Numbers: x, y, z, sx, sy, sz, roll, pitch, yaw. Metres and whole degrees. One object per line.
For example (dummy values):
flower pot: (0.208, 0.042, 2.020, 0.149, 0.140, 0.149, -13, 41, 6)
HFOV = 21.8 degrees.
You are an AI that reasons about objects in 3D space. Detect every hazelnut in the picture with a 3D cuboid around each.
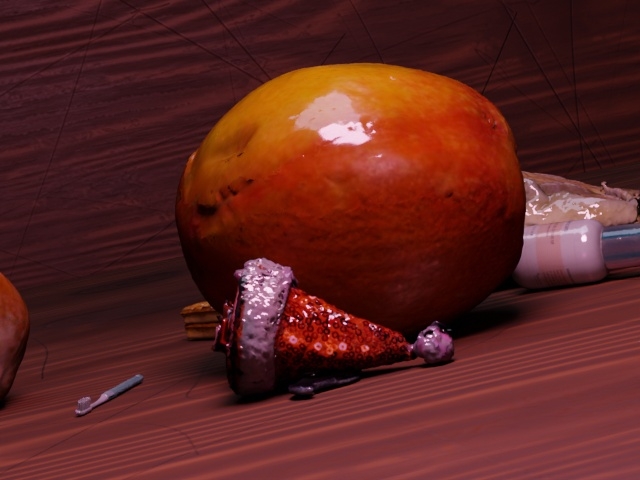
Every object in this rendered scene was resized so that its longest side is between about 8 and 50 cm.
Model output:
hazelnut: (-0.395, 0.112, 1.795, 0.182, 0.182, 0.182, -11, 4, 1)

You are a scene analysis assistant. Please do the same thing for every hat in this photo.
hat: (0.011, 0.091, 1.540, 0.227, 0.129, 0.140, 7, -13, 5)

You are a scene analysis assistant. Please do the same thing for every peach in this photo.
peach: (0.029, -0.036, 1.708, 0.372, 0.290, 0.372, -7, 6, 1)

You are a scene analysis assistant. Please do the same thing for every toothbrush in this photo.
toothbrush: (-0.214, 0.154, 1.696, 0.011, 0.014, 0.167, 8, 9, 14)

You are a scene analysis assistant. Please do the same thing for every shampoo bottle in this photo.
shampoo bottle: (0.308, 0.010, 1.865, 0.192, 0.074, 0.074, -8, 5, 27)

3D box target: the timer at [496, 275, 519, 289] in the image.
timer: (0.242, 0.020, 2.039, 0.144, 0.055, 0.187, -10, 5, 4)

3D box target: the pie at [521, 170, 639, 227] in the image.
pie: (0.316, -0.041, 2.067, 0.337, 0.075, 0.337, 8, 4, 0)

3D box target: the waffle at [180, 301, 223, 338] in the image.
waffle: (-0.091, 0.090, 2.031, 0.102, 0.042, 0.148, -13, 4, -40)
